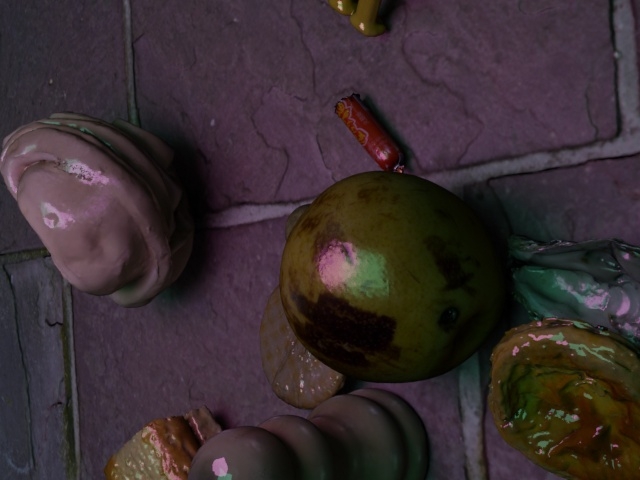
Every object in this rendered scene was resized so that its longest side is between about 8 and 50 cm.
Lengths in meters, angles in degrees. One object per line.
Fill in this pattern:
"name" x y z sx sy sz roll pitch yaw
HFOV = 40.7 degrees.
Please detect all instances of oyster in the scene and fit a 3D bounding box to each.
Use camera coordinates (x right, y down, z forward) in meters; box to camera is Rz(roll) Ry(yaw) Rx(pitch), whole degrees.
"oyster" 0.322 0.063 0.989 0.199 0.087 0.252 58 149 -3

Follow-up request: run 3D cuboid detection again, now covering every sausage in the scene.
"sausage" 0.075 -0.146 1.230 0.145 0.048 0.050 54 127 24

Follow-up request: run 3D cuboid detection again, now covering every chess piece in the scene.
"chess piece" -0.024 0.295 1.124 0.182 0.330 0.182 -2 87 41

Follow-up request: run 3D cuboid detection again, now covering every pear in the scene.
"pear" 0.086 0.052 1.077 0.284 0.284 0.283 0 89 41

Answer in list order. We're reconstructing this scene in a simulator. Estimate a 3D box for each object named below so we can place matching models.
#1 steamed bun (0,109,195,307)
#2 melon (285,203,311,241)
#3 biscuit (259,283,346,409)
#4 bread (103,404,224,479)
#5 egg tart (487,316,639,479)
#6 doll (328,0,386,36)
"steamed bun" -0.339 -0.071 1.421 0.247 0.352 0.339 -33 60 -4
"melon" 0.000 0.000 1.257 0.130 0.098 0.098 49 119 31
"biscuit" -0.025 0.150 1.305 0.220 0.033 0.219 -9 78 49
"bread" -0.199 0.482 1.380 0.236 0.165 0.375 -47 63 33
"egg tart" 0.299 0.177 0.971 0.241 0.106 0.241 21 134 24
"doll" 0.067 -0.445 1.119 0.199 0.145 0.363 45 145 27
